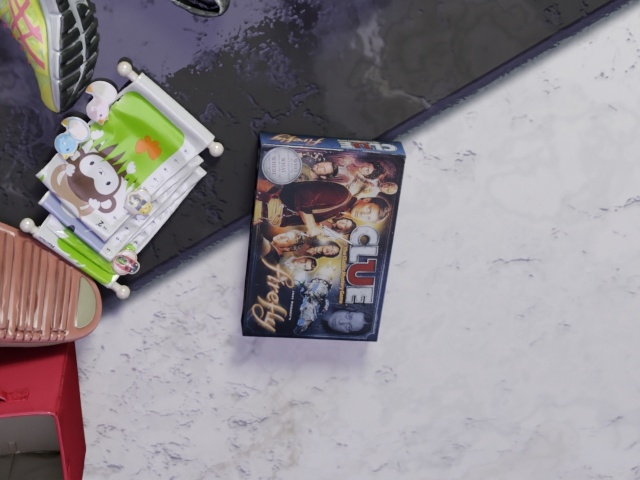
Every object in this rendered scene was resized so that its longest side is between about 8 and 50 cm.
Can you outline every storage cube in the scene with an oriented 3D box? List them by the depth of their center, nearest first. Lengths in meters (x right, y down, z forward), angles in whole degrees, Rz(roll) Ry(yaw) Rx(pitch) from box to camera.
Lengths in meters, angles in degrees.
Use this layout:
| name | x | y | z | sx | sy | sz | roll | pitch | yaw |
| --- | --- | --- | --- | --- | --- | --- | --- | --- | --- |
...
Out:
| name | x | y | z | sx | sy | sz | roll | pitch | yaw |
| --- | --- | --- | --- | --- | --- | --- | --- | --- | --- |
| storage cube | -0.371 | 0.225 | 1.296 | 0.184 | 0.193 | 0.215 | -3 | 115 | -5 |

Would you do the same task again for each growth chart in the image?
| name | x | y | z | sx | sy | sz | roll | pitch | yaw |
| --- | --- | --- | --- | --- | --- | --- | --- | --- | --- |
| growth chart | -0.225 | -0.066 | 1.264 | 0.172 | 0.021 | 0.237 | 32 | 104 | -20 |

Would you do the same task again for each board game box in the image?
| name | x | y | z | sx | sy | sz | roll | pitch | yaw |
| --- | --- | --- | --- | --- | --- | --- | --- | --- | --- |
| board game box | 0.000 | 0.000 | 1.314 | 0.165 | 0.042 | 0.243 | 3 | 115 | -8 |

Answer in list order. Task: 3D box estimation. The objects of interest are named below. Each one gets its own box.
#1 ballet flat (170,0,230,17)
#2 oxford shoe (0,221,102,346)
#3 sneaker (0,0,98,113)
| name | x | y | z | sx | sy | sz | roll | pitch | yaw |
| --- | --- | --- | --- | --- | --- | --- | --- | --- | --- |
| ballet flat | -0.170 | -0.279 | 1.157 | 0.173 | 0.049 | 0.057 | 21 | 110 | -16 |
| oxford shoe | -0.447 | 0.054 | 1.264 | 0.397 | 0.140 | 0.146 | 14 | 147 | -19 |
| sneaker | -0.290 | -0.230 | 1.161 | 0.094 | 0.081 | 0.208 | 7 | 121 | 16 |
